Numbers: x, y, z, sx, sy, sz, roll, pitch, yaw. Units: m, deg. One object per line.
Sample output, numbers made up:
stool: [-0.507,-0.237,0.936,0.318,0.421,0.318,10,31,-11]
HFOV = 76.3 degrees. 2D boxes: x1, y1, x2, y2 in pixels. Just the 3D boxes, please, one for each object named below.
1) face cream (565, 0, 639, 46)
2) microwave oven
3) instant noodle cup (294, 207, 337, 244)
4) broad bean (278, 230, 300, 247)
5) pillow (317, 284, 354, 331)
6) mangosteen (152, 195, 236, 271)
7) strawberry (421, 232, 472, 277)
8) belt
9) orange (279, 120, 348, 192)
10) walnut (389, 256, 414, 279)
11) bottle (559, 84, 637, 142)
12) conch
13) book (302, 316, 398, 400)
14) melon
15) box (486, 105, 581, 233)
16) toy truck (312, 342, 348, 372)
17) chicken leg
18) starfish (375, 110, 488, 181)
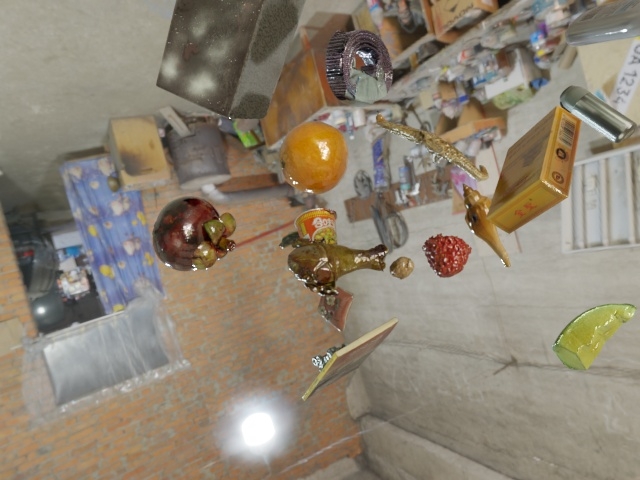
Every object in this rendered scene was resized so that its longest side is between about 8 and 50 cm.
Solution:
face cream: [0.794,-0.557,1.003,0.163,0.080,0.337,-34,-156,-5]
microwave oven: [-0.244,-0.609,1.202,0.236,0.432,0.374,26,-159,4]
instant noodle cup: [0.000,0.000,1.710,0.193,0.212,0.193,-9,152,-5]
broad bean: [-0.082,0.011,2.015,0.292,0.144,0.049,12,-142,19]
pillow: [0.054,0.266,1.697,0.171,0.179,0.075,30,-155,37]
mangosteen: [-0.290,-0.012,0.957,0.200,0.200,0.200,-15,-177,1]
strawberry: [0.590,0.093,1.898,0.234,0.178,0.234,9,152,5]
belt: [0.151,-0.645,1.541,0.122,0.260,0.325,11,-168,40]
orange: [-0.028,-0.348,1.728,0.312,0.312,0.312,-15,-177,1]
walnut: [0.292,0.100,1.469,0.079,0.082,0.096,8,145,-22]
bottle: [0.917,-0.421,1.362,0.079,0.253,0.096,-23,149,-21]
conch: [0.564,-0.049,1.405,0.109,0.330,0.093,-25,179,42]
book: [0.092,0.403,1.364,0.262,0.028,0.374,-19,151,-33]
melon: [1.058,0.350,1.577,0.323,0.196,0.124,-44,-148,-1]
box: [0.503,-0.166,0.962,0.274,0.076,0.174,-59,-179,-32]
toy truck: [0.065,0.563,1.848,0.108,0.140,0.257,-21,168,-31]
chicken leg: [0.061,0.097,1.446,0.361,0.211,0.140,6,171,-4]
starfish: [0.411,-0.346,1.504,0.324,0.082,0.432,20,-164,-32]
